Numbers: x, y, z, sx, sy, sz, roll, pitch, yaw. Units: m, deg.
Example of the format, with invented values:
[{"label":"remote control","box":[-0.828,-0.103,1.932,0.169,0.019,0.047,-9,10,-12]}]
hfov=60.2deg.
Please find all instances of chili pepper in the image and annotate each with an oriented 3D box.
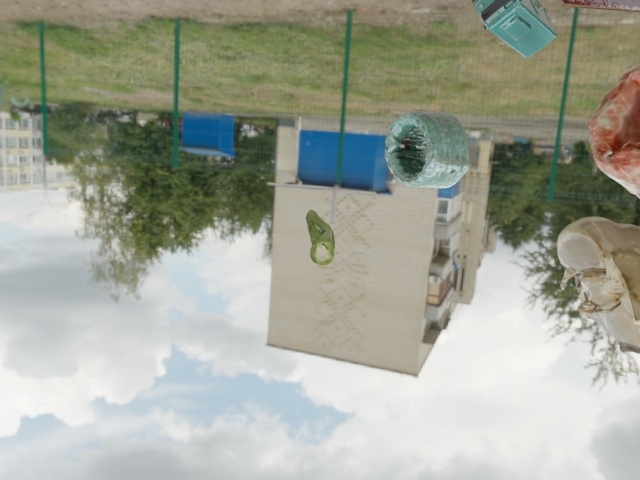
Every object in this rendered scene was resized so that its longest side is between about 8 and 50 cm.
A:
[{"label":"chili pepper","box":[0.000,0.000,0.917,0.050,0.051,0.201,18,-164,-9]}]

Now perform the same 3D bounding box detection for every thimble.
[{"label":"thimble","box":[0.283,-0.239,1.460,0.143,0.198,0.235,-5,-143,-32]},{"label":"thimble","box":[0.545,-0.168,0.834,0.162,0.239,0.239,28,-179,-20]}]

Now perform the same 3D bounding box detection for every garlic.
[{"label":"garlic","box":[0.492,0.055,0.893,0.143,0.229,0.178,-32,173,-5]}]

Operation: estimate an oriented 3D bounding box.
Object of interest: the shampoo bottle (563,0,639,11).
[{"label":"shampoo bottle","box":[0.359,-0.304,0.610,0.064,0.102,0.260,-23,-153,-1]}]

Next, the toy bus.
[{"label":"toy bus","box":[0.360,-0.410,1.017,0.160,0.091,0.079,11,146,-43]}]
